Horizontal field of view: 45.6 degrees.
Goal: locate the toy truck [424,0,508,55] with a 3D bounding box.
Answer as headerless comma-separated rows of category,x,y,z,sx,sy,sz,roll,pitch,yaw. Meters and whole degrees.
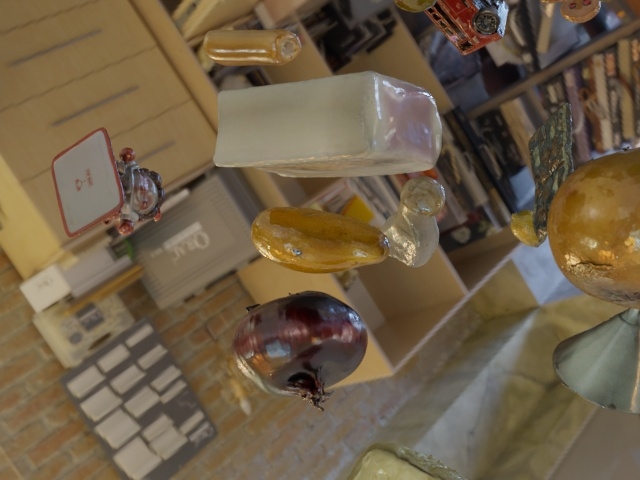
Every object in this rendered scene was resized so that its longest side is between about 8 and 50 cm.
toy truck,0.216,-0.445,1.310,0.114,0.253,0.107,-25,-146,42

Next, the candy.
candy,0.005,-0.191,1.315,0.359,0.145,0.208,0,178,36

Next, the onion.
onion,-0.034,0.236,1.507,0.273,0.285,0.273,-11,146,-8

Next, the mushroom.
mushroom,0.231,-0.044,1.936,0.159,0.122,0.328,1,153,0

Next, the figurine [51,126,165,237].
figurine,-0.404,-0.095,1.571,0.160,0.183,0.226,-26,160,22

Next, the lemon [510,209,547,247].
lemon,0.525,-0.033,1.924,0.082,0.110,0.082,-42,-168,11

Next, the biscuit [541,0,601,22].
biscuit,0.595,-0.611,1.790,0.165,0.250,0.036,-10,147,17

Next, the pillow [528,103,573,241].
pillow,0.486,-0.142,1.605,0.034,0.255,0.189,4,160,-4

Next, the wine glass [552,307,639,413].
wine glass,0.703,0.148,1.685,0.267,0.267,0.406,-39,145,-51

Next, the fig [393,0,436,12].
fig,0.123,-0.339,1.014,0.074,0.074,0.088,-28,-168,40

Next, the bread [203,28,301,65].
bread,-0.154,-0.423,1.678,0.239,0.074,0.092,11,172,37

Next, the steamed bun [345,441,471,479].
steamed bun,0.147,0.460,1.212,0.166,0.273,0.232,35,78,-58

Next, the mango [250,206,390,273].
mango,-0.002,0.005,1.402,0.262,0.109,0.157,14,-163,9

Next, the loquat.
loquat,0.480,-0.018,1.158,0.263,0.263,0.263,-32,-175,3
